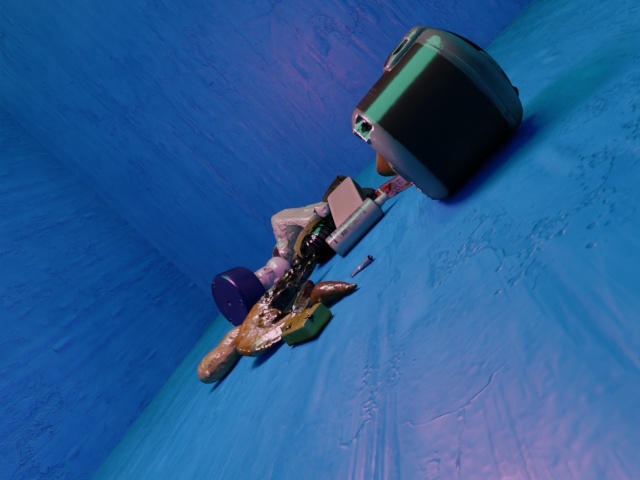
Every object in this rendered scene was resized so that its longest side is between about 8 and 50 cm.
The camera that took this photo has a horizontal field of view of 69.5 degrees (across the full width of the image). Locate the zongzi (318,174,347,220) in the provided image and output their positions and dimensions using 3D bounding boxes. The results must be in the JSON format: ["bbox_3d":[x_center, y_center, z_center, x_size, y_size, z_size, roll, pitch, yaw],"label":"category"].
[{"bbox_3d":[0.063,-0.158,2.392,0.361,0.159,0.323,-54,6,10],"label":"zongzi"}]

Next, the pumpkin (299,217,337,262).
[{"bbox_3d":[0.000,0.000,1.818,0.202,0.140,0.202,-52,3,4],"label":"pumpkin"}]

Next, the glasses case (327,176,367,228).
[{"bbox_3d":[0.115,-0.134,1.817,0.144,0.076,0.336,-43,23,15],"label":"glasses case"}]

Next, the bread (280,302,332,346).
[{"bbox_3d":[-0.053,0.223,1.186,0.088,0.049,0.226,-51,7,-33],"label":"bread"}]

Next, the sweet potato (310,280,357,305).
[{"bbox_3d":[0.022,0.132,1.206,0.068,0.068,0.226,-51,8,-35],"label":"sweet potato"}]

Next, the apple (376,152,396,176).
[{"bbox_3d":[0.338,-0.336,1.799,0.264,0.120,0.193,-33,-40,-23],"label":"apple"}]

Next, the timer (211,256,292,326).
[{"bbox_3d":[-0.278,0.200,2.138,0.383,0.270,0.270,-31,-5,-39],"label":"timer"}]

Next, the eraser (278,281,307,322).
[{"bbox_3d":[-0.132,0.243,1.630,0.157,0.038,0.230,-40,10,44],"label":"eraser"}]

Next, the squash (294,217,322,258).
[{"bbox_3d":[-0.038,0.004,2.162,0.220,0.133,0.220,-49,1,1],"label":"squash"}]

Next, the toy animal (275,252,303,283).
[{"bbox_3d":[-0.121,0.133,2.012,0.214,0.093,0.186,-53,-4,17],"label":"toy animal"}]

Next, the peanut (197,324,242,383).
[{"bbox_3d":[-0.339,0.410,1.682,0.117,0.101,0.263,2,40,47],"label":"peanut"}]

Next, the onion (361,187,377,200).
[{"bbox_3d":[0.150,-0.158,2.020,0.206,0.098,0.151,-48,8,-10],"label":"onion"}]

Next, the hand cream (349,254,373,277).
[{"bbox_3d":[0.112,0.070,1.242,0.093,0.019,0.030,-50,4,40],"label":"hand cream"}]

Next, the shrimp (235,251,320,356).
[{"bbox_3d":[-0.105,0.186,1.467,0.272,0.085,0.445,-15,31,46],"label":"shrimp"}]

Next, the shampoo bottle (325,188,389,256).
[{"bbox_3d":[0.136,-0.063,1.587,0.262,0.085,0.085,-45,6,3],"label":"shampoo bottle"}]

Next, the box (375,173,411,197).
[{"bbox_3d":[0.273,-0.201,1.689,0.039,0.055,0.218,-47,7,-22],"label":"box"}]

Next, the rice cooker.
[{"bbox_3d":[0.270,-0.301,1.081,0.325,0.335,0.335,-49,6,14],"label":"rice cooker"}]

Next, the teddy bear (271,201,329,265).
[{"bbox_3d":[-0.100,0.013,2.376,0.375,0.363,0.327,-3,26,32],"label":"teddy bear"}]

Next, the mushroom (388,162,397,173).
[{"bbox_3d":[0.311,-0.294,1.652,0.148,0.148,0.112,-37,27,54],"label":"mushroom"}]
